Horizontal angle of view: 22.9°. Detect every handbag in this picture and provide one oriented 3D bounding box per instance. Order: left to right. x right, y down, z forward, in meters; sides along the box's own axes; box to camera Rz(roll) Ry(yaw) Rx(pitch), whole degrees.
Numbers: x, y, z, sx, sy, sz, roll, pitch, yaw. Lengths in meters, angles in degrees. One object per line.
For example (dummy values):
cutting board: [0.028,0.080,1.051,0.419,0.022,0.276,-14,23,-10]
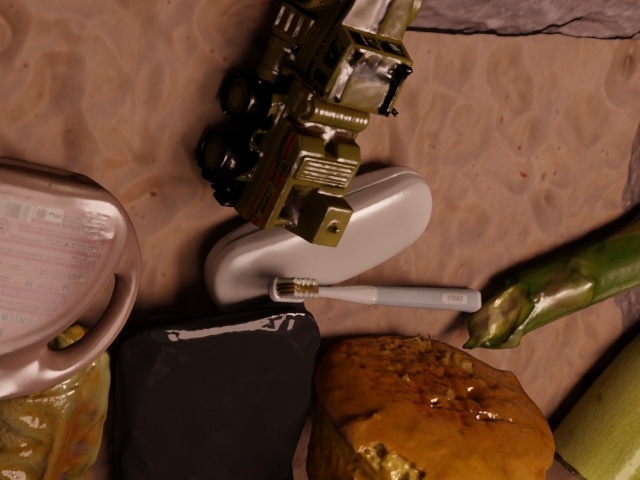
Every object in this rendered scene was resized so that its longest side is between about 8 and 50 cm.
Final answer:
handbag: [-0.106,0.186,1.507,0.192,0.075,0.332,-8,133,-18]

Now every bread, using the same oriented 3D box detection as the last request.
bread: [-0.249,0.182,1.410,0.128,0.088,0.232,-12,127,-40]
bread: [0.108,0.202,1.568,0.268,0.268,0.145,1,124,-36]

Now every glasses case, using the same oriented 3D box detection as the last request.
glasses case: [0.000,0.000,1.473,0.233,0.059,0.092,-23,136,-18]

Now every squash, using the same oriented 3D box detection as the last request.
squash: [0.384,0.181,1.835,0.132,0.132,0.247,32,97,-45]

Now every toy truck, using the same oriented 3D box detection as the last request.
toy truck: [0.006,-0.128,1.345,0.127,0.127,0.257,10,111,-38]

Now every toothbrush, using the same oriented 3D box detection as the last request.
toothbrush: [0.062,0.052,1.525,0.342,0.030,0.025,7,79,-55]

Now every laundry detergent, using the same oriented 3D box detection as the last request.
laundry detergent: [-0.238,0.059,1.294,0.171,0.076,0.237,10,100,-30]

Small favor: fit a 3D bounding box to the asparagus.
asparagus: [0.296,0.036,1.701,0.343,0.082,0.085,-18,142,-23]
